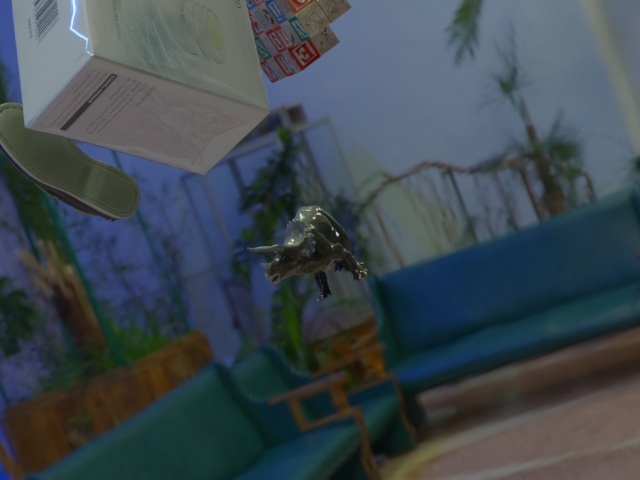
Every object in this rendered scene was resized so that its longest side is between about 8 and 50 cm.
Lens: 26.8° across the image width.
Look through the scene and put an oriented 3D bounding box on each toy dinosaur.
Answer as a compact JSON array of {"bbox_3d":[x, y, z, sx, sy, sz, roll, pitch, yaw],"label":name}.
[{"bbox_3d":[0.000,0.000,2.298,0.121,0.160,0.313,-27,15,22],"label":"toy dinosaur"}]

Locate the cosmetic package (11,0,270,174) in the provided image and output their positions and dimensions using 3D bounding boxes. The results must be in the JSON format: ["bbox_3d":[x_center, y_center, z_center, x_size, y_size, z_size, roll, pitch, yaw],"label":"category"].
[{"bbox_3d":[-0.195,-0.217,1.436,0.224,0.224,0.138,14,-39,-40],"label":"cosmetic package"}]

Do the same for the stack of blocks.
[{"bbox_3d":[-0.053,-0.368,2.195,0.087,0.171,0.297,-39,11,-15],"label":"stack of blocks"}]

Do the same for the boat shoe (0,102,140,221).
[{"bbox_3d":[-0.334,-0.094,1.698,0.068,0.227,0.081,-5,56,49],"label":"boat shoe"}]
